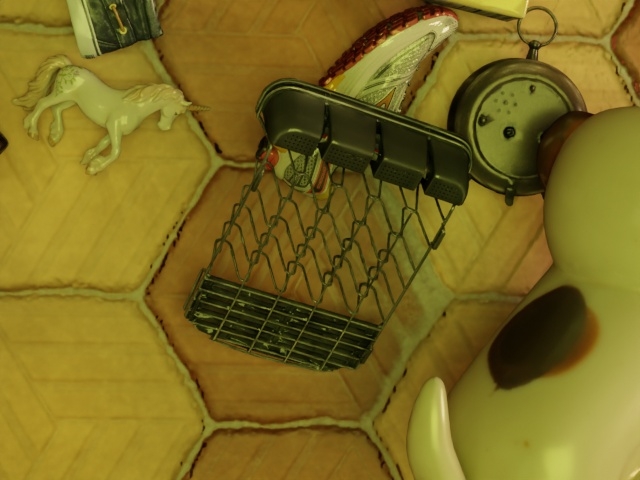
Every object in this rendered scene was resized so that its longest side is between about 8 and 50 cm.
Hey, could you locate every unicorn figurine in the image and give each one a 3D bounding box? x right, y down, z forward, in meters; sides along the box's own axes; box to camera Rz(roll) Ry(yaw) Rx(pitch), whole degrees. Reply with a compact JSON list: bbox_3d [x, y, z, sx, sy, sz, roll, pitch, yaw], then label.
[{"bbox_3d":[-0.198,-0.117,1.686,0.162,0.060,0.111,32,93,-7],"label":"unicorn figurine"}]

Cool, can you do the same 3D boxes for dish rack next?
[{"bbox_3d":[0.000,0.000,1.677,0.208,0.074,0.271,18,124,-16],"label":"dish rack"}]

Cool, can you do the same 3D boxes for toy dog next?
[{"bbox_3d":[0.254,0.081,1.618,0.395,0.284,0.408,20,88,-27],"label":"toy dog"}]

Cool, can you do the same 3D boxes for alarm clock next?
[{"bbox_3d":[0.190,-0.126,1.716,0.129,0.064,0.192,9,92,-5],"label":"alarm clock"}]

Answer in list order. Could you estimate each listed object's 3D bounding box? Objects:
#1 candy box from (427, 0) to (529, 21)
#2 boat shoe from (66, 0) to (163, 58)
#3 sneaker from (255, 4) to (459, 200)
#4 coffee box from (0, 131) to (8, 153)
[{"bbox_3d":[0.052,-0.326,1.669,0.316,0.087,0.183,13,95,-4],"label":"candy box"},{"bbox_3d":[-0.202,-0.264,1.673,0.083,0.065,0.183,-15,103,-4],"label":"boat shoe"},{"bbox_3d":[0.046,-0.131,1.698,0.225,0.088,0.093,-44,103,10],"label":"sneaker"},{"bbox_3d":[-0.375,-0.099,1.556,0.119,0.297,0.168,-42,98,1],"label":"coffee box"}]
